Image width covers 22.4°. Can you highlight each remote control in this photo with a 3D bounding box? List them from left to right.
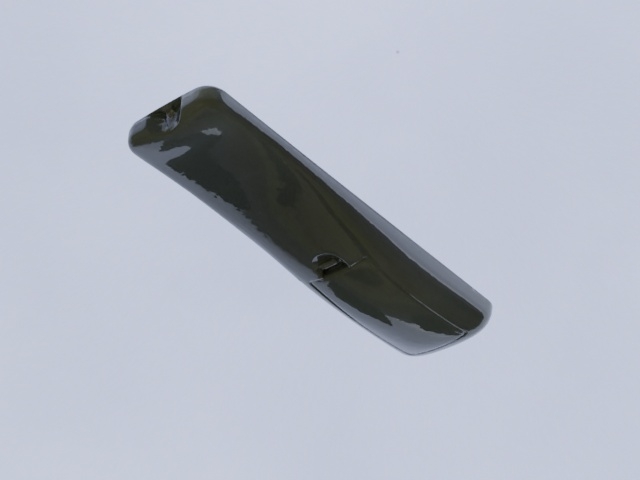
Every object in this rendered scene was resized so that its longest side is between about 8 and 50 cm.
[{"bbox_3d":[0.000,0.000,0.661,0.050,0.027,0.184,-26,-47,33],"label":"remote control"}]
